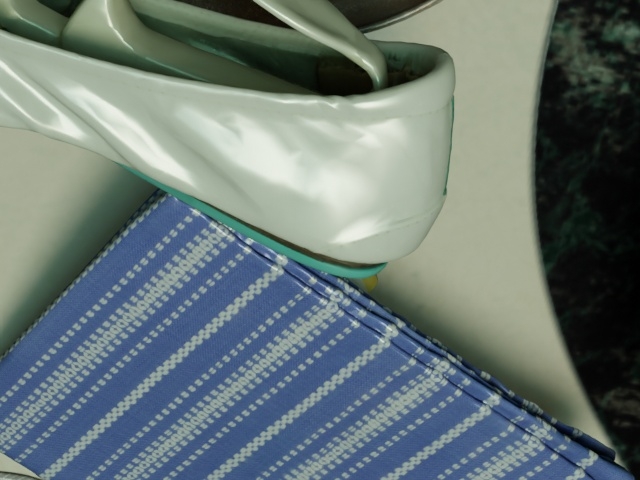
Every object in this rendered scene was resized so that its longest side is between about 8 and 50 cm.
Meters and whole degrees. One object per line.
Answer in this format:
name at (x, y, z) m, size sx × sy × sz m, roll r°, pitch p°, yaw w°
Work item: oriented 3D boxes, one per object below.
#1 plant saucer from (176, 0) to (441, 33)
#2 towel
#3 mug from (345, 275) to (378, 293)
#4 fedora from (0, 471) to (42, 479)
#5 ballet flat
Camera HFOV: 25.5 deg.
plant saucer at (-0.014, -0.255, 0.705) m, size 0.310 × 0.050 × 0.311 m, roll -3°, pitch 111°, yaw -8°
towel at (-0.015, 0.118, 0.824) m, size 0.336 × 0.040 × 0.243 m, roll 35°, pitch 124°, yaw -19°
mug at (-0.004, 0.002, 0.810) m, size 0.062 × 0.078 × 0.064 m, roll -13°, pitch 107°, yaw 30°
fedora at (-0.212, 0.288, 0.841) m, size 0.243 × 0.124 × 0.275 m, roll 33°, pitch 102°, yaw -20°
ballet flat at (-0.119, -0.108, 0.661) m, size 0.400 × 0.139 × 0.139 m, roll 20°, pitch 107°, yaw -5°
